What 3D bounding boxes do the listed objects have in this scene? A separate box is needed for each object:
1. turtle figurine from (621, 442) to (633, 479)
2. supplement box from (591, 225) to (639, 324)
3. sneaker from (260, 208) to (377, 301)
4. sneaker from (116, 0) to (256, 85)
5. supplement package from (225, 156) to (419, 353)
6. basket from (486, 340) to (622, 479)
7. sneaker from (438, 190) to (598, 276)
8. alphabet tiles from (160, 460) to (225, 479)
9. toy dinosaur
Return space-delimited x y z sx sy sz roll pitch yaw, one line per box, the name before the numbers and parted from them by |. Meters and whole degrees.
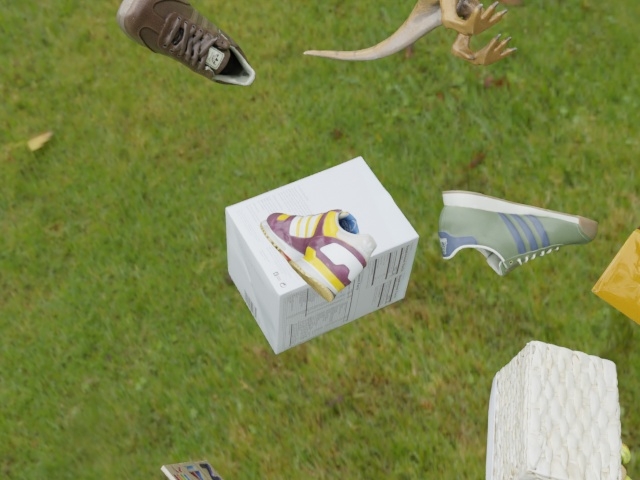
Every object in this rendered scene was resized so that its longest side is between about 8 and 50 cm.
turtle figurine | 0.447 0.388 1.543 0.269 0.087 0.217 44 50 1
supplement box | 0.590 0.063 1.590 0.191 0.129 0.194 37 30 18
sneaker | 0.000 0.000 1.026 0.084 0.069 0.185 -42 31 -4
sneaker | -0.128 -0.208 0.982 0.071 0.188 0.066 34 99 25
supplement package | -0.002 0.025 1.645 0.263 0.198 0.199 -22 59 -19
basket | 0.243 0.201 0.986 0.113 0.103 0.167 15 53 -5
sneaker | 0.224 0.001 1.104 0.192 0.064 0.086 11 87 -13
alphabet tiles | -0.120 0.498 1.597 0.342 0.285 0.011 43 95 20
toy dinosaur | 0.091 -0.176 0.710 0.211 0.064 0.112 -49 53 28
